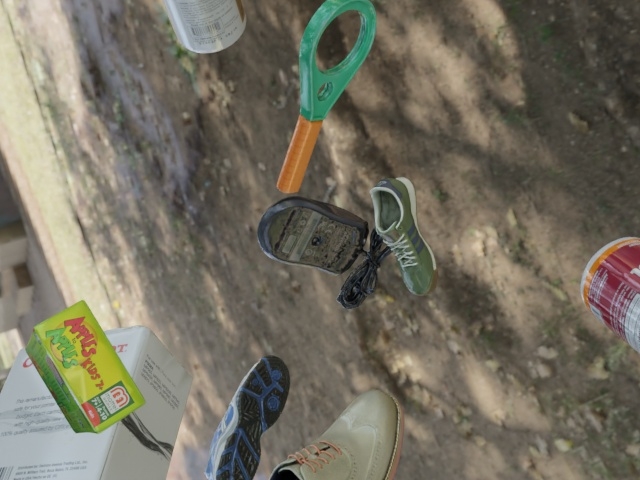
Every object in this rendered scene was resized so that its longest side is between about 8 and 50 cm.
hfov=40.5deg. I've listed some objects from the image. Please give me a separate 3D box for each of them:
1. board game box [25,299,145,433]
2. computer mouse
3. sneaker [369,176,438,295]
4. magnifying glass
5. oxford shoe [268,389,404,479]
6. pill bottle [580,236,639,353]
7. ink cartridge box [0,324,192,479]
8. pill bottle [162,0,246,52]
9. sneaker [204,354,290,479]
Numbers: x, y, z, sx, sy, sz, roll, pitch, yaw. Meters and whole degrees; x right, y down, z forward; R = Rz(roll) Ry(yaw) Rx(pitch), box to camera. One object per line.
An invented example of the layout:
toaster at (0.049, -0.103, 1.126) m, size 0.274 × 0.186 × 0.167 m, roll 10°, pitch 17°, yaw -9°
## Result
board game box at (-0.200, 0.110, 0.722) m, size 0.092 × 0.043 × 0.181 m, roll 59°, pitch 156°, yaw 0°
computer mouse at (0.000, 0.000, 1.524) m, size 0.188 × 0.272 × 0.072 m, roll -58°, pitch 32°, yaw 15°
sneaker at (0.120, -0.005, 1.343) m, size 0.064 × 0.086 × 0.192 m, roll -17°, pitch 83°, yaw 37°
magnifying glass at (-0.001, -0.152, 0.924) m, size 0.026 × 0.092 × 0.231 m, roll 41°, pitch 125°, yaw 29°
oxford shoe at (0.011, 0.381, 1.397) m, size 0.140 × 0.397 × 0.146 m, roll 4°, pitch 135°, yaw 38°
pill bottle at (0.298, 0.062, 0.741) m, size 0.152 × 0.086 × 0.086 m, roll -127°, pitch 28°, yaw -61°
ink cartridge box at (-0.280, 0.246, 0.978) m, size 0.273 × 0.197 × 0.114 m, roll -80°, pitch -30°, yaw -41°
pill bottle at (-0.213, -0.442, 1.474) m, size 0.131 × 0.131 × 0.229 m, roll 57°, pitch 171°, yaw 32°
sneaker at (-0.114, 0.262, 1.273) m, size 0.080 × 0.211 × 0.081 m, roll 37°, pitch 153°, yaw -21°
